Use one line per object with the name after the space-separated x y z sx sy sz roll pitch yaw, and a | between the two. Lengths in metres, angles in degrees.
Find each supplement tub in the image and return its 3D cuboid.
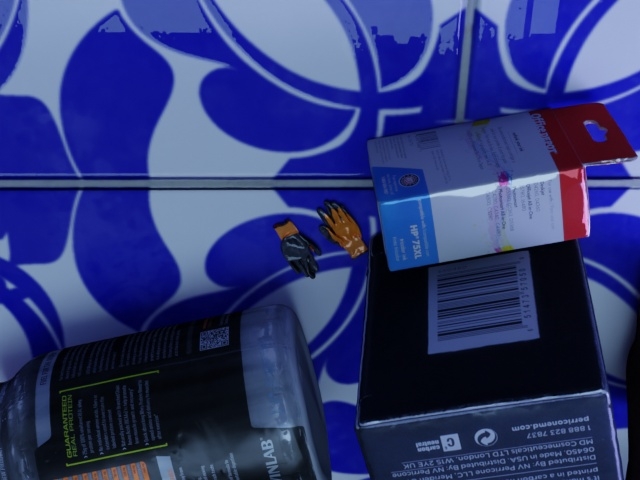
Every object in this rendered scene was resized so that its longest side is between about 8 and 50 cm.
-0.170 0.194 1.144 0.337 0.207 0.207 -12 121 4 | supplement tub

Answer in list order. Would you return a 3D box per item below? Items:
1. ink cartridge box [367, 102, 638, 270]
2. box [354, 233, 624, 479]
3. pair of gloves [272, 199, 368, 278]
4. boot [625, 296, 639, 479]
0.165 -0.054 1.059 0.230 0.134 0.078 -9 120 3 | ink cartridge box
0.184 0.214 1.116 0.211 0.294 0.396 -11 121 12 | box
0.000 0.000 1.153 0.083 0.010 0.074 -25 119 12 | pair of gloves
0.343 0.158 1.132 0.090 0.248 0.207 -4 119 10 | boot
